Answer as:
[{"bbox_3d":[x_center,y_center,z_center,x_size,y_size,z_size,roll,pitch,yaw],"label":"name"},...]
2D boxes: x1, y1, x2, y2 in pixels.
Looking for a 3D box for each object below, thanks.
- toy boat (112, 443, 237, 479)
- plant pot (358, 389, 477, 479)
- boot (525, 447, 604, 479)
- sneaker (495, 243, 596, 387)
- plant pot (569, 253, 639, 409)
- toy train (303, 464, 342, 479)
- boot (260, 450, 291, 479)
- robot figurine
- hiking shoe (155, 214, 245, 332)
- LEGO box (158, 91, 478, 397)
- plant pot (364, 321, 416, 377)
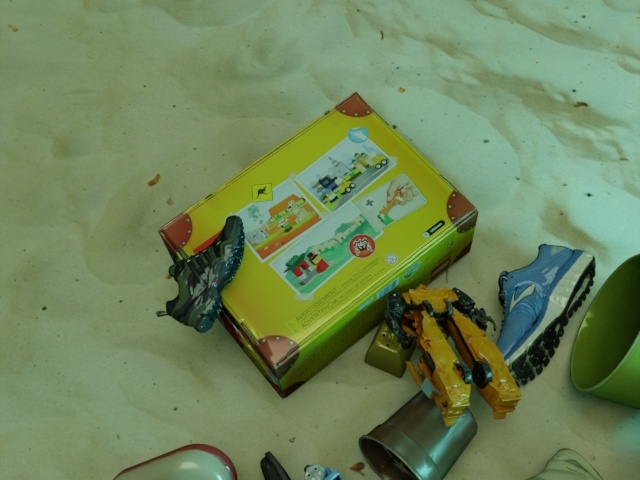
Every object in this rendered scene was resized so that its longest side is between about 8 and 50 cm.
[{"bbox_3d":[-0.252,0.434,1.516,0.231,0.151,0.151,-24,103,20],"label":"toy boat"},{"bbox_3d":[0.182,0.356,1.518,0.167,0.167,0.165,38,64,20],"label":"plant pot"},{"bbox_3d":[0.452,0.463,1.441,0.213,0.077,0.165,42,33,27],"label":"boot"},{"bbox_3d":[0.397,0.142,1.644,0.147,0.130,0.330,25,66,34],"label":"sneaker"},{"bbox_3d":[0.650,0.208,1.525,0.293,0.275,0.275,26,66,-2],"label":"plant pot"},{"bbox_3d":[0.018,0.447,1.466,0.080,0.184,0.105,-42,57,-16],"label":"toy train"},{"bbox_3d":[-0.136,0.523,1.487,0.228,0.091,0.263,-21,60,-2],"label":"boot"},{"bbox_3d":[0.229,0.193,1.532,0.211,0.085,0.291,-1,40,-22],"label":"robot figurine"},{"bbox_3d":[-0.212,0.045,1.518,0.114,0.086,0.227,17,67,8],"label":"hiking shoe"},{"bbox_3d":[0.000,0.000,1.684,0.500,0.193,0.372,-36,66,-14],"label":"LEGO box"},{"bbox_3d":[0.136,0.202,1.635,0.081,0.083,0.082,22,66,14],"label":"plant pot"}]
